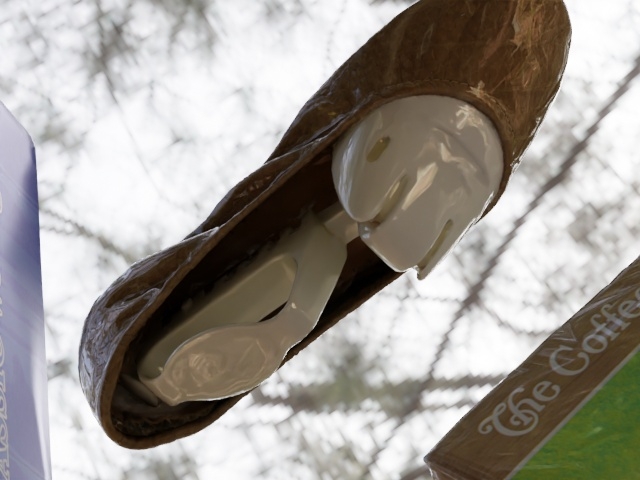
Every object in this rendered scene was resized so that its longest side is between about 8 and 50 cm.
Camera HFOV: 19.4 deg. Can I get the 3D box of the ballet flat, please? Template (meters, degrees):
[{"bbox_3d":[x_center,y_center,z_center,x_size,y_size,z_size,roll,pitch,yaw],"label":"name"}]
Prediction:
[{"bbox_3d":[0.000,0.000,0.978,0.342,0.124,0.116,-37,-67,18],"label":"ballet flat"}]

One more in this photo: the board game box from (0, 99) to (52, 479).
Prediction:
[{"bbox_3d":[-0.142,0.044,0.371,0.066,0.319,0.318,-14,-29,12],"label":"board game box"}]

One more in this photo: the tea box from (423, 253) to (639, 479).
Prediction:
[{"bbox_3d":[0.272,0.122,0.723,0.329,0.323,0.220,-39,-47,-32],"label":"tea box"}]
